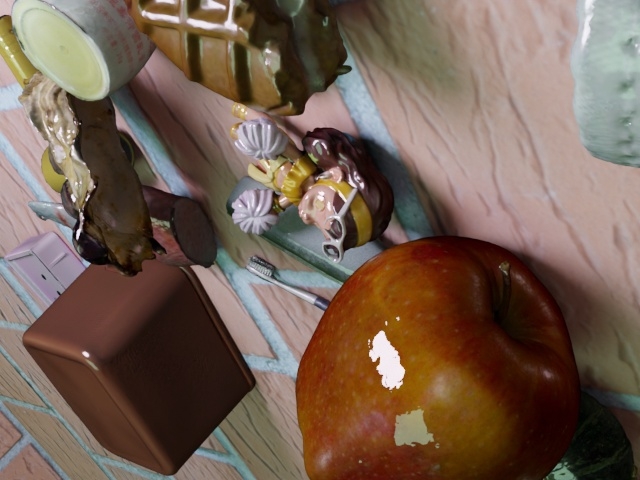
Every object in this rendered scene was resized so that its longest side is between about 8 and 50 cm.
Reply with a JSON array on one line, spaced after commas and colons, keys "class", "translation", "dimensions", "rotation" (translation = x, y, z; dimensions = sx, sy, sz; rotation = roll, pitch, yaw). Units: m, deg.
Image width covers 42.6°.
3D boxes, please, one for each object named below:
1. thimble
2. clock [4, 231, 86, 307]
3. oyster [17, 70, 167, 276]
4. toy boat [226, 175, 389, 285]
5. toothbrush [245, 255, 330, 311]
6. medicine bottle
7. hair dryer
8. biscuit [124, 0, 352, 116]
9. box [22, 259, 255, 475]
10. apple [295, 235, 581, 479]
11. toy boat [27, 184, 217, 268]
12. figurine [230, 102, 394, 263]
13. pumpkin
[{"class": "thimble", "translation": [0.255, -0.156, 0.508], "dimensions": [0.150, 0.237, 0.237], "rotation": [15, 138, 27]}, {"class": "clock", "translation": [-0.513, 0.081, 1.622], "dimensions": [0.150, 0.063, 0.197], "rotation": [-11, 122, 48]}, {"class": "oyster", "translation": [-0.303, -0.119, 1.022], "dimensions": [0.221, 0.096, 0.361], "rotation": [94, 155, -81]}, {"class": "toy boat", "translation": [0.000, 0.000, 1.044], "dimensions": [0.260, 0.078, 0.085], "rotation": [28, 169, 18]}, {"class": "toothbrush", "translation": [0.013, 0.097, 1.184], "dimensions": [0.288, 0.024, 0.026], "rotation": [29, 130, 17]}, {"class": "medicine bottle", "translation": [-0.249, -0.253, 0.927], "dimensions": [0.147, 0.143, 0.147], "rotation": [26, 148, 18]}, {"class": "hair dryer", "translation": [-0.384, -0.194, 1.184], "dimensions": [0.135, 0.090, 0.278], "rotation": [-6, 119, 47]}, {"class": "biscuit", "translation": [-0.084, -0.303, 0.696], "dimensions": [0.268, 0.115, 0.366], "rotation": [23, 128, 20]}, {"class": "box", "translation": [-0.317, 0.213, 1.440], "dimensions": [0.239, 0.229, 0.339], "rotation": [7, 134, 39]}, {"class": "apple", "translation": [0.126, 0.154, 0.888], "dimensions": [0.288, 0.288, 0.317], "rotation": [40, 117, 0]}, {"class": "toy boat", "translation": [-0.304, -0.019, 1.242], "dimensions": [0.282, 0.096, 0.206], "rotation": [4, 157, 20]}, {"class": "figurine", "translation": [-0.024, -0.076, 0.942], "dimensions": [0.240, 0.116, 0.174], "rotation": [32, 143, 22]}, {"class": "pumpkin", "translation": [0.284, 0.262, 1.005], "dimensions": [0.190, 0.146, 0.190], "rotation": [19, 115, 47]}]
